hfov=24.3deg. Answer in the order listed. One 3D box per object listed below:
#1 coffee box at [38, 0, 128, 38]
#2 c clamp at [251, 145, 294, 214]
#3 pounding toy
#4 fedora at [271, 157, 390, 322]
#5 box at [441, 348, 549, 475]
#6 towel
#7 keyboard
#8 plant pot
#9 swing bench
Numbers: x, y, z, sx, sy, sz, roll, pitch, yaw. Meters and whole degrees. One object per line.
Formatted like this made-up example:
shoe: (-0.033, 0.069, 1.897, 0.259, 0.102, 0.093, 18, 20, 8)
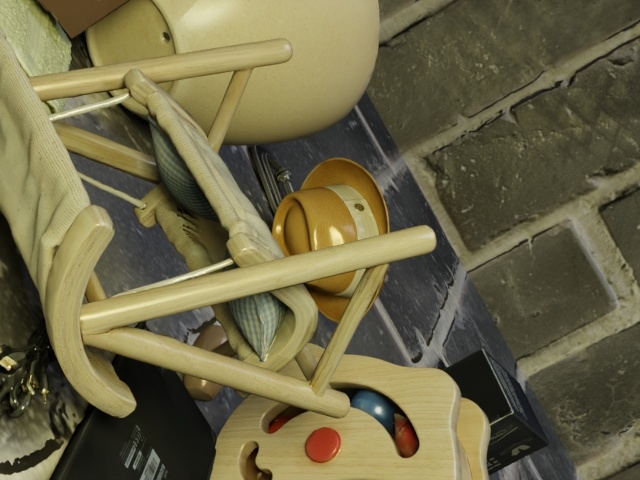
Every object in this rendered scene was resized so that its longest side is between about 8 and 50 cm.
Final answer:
coffee box: (-0.212, -0.301, 1.338, 0.098, 0.141, 0.246, 54, 7, -35)
c clamp: (-0.040, -0.045, 1.849, 0.137, 0.022, 0.161, 27, 37, -61)
pounding toy: (-0.012, 0.152, 1.136, 0.155, 0.269, 0.154, 46, 59, -51)
fedora: (0.000, 0.000, 1.673, 0.079, 0.194, 0.194, 0, 55, -35)
box: (0.165, 0.221, 1.759, 0.158, 0.156, 0.093, 42, 21, -58)
towel: (-0.246, -0.171, 1.250, 0.110, 0.027, 0.148, 55, 13, -32)
keyboard: (-0.145, 0.127, 0.986, 0.201, 0.033, 0.317, 60, 11, -13)
plant pot: (-0.111, -0.209, 1.428, 0.191, 0.284, 0.284, -29, 90, -43)
swing bench: (-0.107, -0.021, 0.997, 0.254, 0.165, 0.253, 3, 37, -32)
